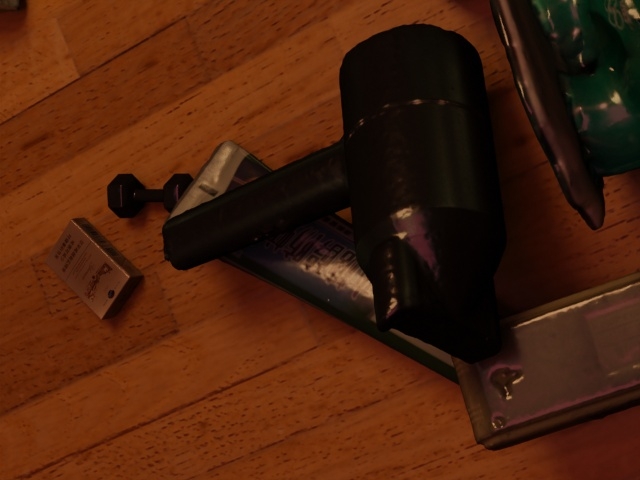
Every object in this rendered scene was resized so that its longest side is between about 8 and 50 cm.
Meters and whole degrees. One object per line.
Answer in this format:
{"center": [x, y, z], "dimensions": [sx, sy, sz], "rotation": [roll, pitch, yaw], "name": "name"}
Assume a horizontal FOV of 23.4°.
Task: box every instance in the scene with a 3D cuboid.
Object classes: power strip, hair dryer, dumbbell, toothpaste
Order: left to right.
{"center": [-0.146, -0.039, 1.357], "dimensions": [0.083, 0.036, 0.040], "rotation": [1, 93, 27], "name": "dumbbell"}
{"center": [0.000, 0.000, 1.186], "dimensions": [0.302, 0.116, 0.244], "rotation": [-22, 52, 29], "name": "hair dryer"}
{"center": [0.046, 0.039, 1.251], "dimensions": [0.392, 0.061, 0.098], "rotation": [30, 77, 22], "name": "toothpaste"}
{"center": [0.283, 0.052, 1.102], "dimensions": [0.388, 0.066, 0.092], "rotation": [-20, 75, 17], "name": "power strip"}

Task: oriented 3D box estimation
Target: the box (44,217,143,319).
{"center": [-0.206, 0.025, 1.401], "dimensions": [0.083, 0.024, 0.053], "rotation": [43, 112, 16], "name": "box"}

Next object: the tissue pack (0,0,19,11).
{"center": [-0.368, -0.339, 1.416], "dimensions": [0.177, 0.089, 0.263], "rotation": [0, 95, 25], "name": "tissue pack"}

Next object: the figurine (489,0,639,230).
{"center": [0.302, -0.158, 1.025], "dimensions": [0.340, 0.231, 0.323], "rotation": [-20, 64, 18], "name": "figurine"}
